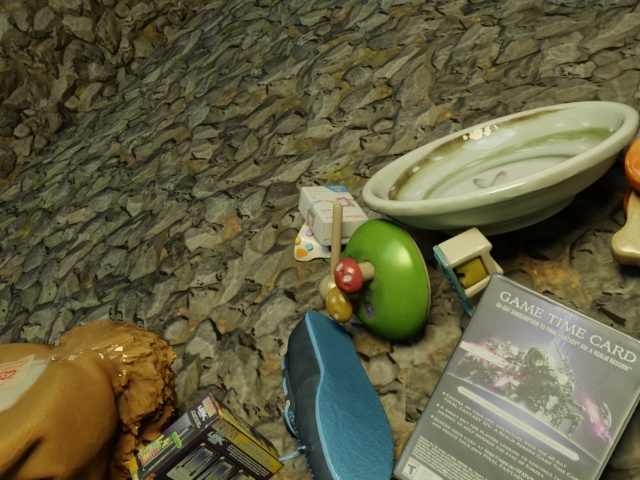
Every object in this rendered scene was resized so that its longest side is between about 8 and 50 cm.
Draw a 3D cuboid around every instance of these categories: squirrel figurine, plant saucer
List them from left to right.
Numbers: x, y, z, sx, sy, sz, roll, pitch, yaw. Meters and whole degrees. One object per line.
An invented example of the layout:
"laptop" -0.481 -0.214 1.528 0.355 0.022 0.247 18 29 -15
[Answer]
"squirrel figurine" -0.342 0.323 0.862 0.281 0.371 0.397 12 32 41
"plant saucer" 0.264 -0.094 0.918 0.400 0.101 0.400 -20 17 6

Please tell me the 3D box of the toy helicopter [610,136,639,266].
"toy helicopter" 0.468 0.045 0.730 0.234 0.140 0.355 10 69 29

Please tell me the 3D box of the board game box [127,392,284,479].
"board game box" -0.152 0.305 0.841 0.141 0.170 0.048 -40 40 -6

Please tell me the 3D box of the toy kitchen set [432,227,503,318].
"toy kitchen set" 0.213 0.118 0.771 0.122 0.166 0.207 -32 42 4

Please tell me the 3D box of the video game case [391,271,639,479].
"video game case" 0.223 0.199 0.691 0.196 0.026 0.274 28 92 31

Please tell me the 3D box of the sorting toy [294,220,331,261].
"sorting toy" 0.000 0.000 1.123 0.075 0.045 0.083 15 61 20

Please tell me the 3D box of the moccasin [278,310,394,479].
"moccasin" 0.013 0.238 0.841 0.117 0.137 0.342 -55 18 19

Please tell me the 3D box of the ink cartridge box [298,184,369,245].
"ink cartridge box" 0.023 -0.047 1.105 0.088 0.052 0.122 -5 38 -22

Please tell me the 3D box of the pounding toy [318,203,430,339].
"pounding toy" 0.046 0.058 0.909 0.110 0.183 0.237 -12 22 -29
